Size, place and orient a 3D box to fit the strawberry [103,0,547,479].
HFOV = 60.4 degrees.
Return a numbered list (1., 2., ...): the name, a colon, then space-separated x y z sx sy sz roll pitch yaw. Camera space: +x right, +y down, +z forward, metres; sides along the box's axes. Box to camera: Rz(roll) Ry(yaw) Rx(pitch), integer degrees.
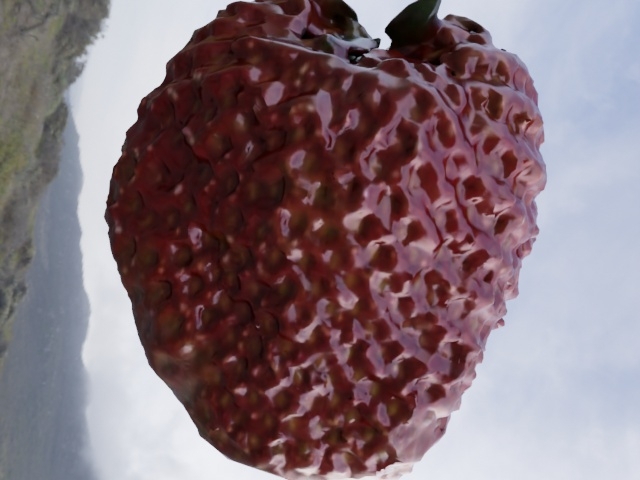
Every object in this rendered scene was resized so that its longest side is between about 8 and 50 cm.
1. strawberry: 0.000 0.000 0.423 0.267 0.311 0.352 113 -12 -80
